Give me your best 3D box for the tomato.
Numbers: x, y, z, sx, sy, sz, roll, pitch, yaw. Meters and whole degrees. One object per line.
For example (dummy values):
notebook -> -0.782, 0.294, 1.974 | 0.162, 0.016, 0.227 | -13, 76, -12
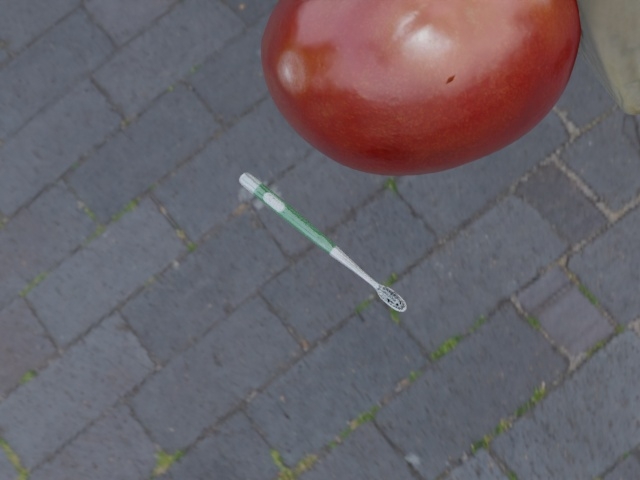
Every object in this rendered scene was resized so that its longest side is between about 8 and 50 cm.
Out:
tomato -> 0.063, -0.117, 0.664 | 0.195, 0.195, 0.136 | -19, 109, 7

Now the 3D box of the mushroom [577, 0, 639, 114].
mushroom -> 0.186, -0.253, 0.684 | 0.138, 0.407, 0.154 | -12, 58, 9

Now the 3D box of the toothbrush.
toothbrush -> 0.000, 0.000, 1.249 | 0.257, 0.024, 0.018 | 40, 90, 18
